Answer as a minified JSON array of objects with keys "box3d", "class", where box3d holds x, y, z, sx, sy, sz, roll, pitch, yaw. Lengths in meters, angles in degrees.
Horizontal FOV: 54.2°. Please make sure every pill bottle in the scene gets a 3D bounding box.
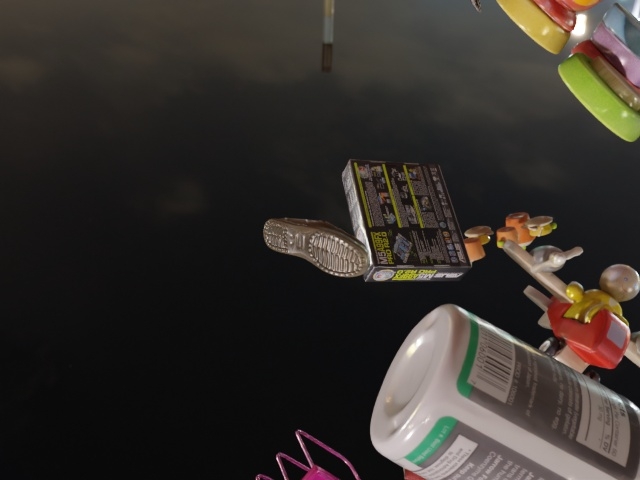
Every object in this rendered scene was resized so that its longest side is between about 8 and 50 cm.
[{"box3d":[0.262,0.246,0.765,0.361,0.204,0.204,30,-153,-4],"class":"pill bottle"}]

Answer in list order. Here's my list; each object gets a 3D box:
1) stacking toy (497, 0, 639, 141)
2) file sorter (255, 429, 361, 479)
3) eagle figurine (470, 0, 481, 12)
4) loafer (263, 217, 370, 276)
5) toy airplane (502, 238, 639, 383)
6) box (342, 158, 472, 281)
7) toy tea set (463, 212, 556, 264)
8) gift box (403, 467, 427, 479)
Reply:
[{"box3d":[0.407,-0.252,0.820,0.309,0.130,0.279,15,-138,-35],"class":"stacking toy"},{"box3d":[-0.055,0.598,1.365,0.202,0.290,0.182,40,-178,-24],"class":"file sorter"},{"box3d":[0.168,-0.468,0.800,0.298,0.225,0.226,44,-173,19],"class":"eagle figurine"},{"box3d":[0.000,0.000,0.766,0.148,0.056,0.050,22,-151,26],"class":"loafer"},{"box3d":[0.641,0.163,1.491,0.386,0.272,0.384,22,-155,-41],"class":"toy airplane"},{"box3d":[0.175,-0.044,1.306,0.216,0.060,0.270,0,-123,-18],"class":"box"},{"box3d":[0.596,0.012,2.054,0.336,0.124,0.200,-17,-166,-6],"class":"toy tea set"},{"box3d":[0.327,0.453,1.515,0.276,0.255,0.258,7,176,5],"class":"gift box"}]
